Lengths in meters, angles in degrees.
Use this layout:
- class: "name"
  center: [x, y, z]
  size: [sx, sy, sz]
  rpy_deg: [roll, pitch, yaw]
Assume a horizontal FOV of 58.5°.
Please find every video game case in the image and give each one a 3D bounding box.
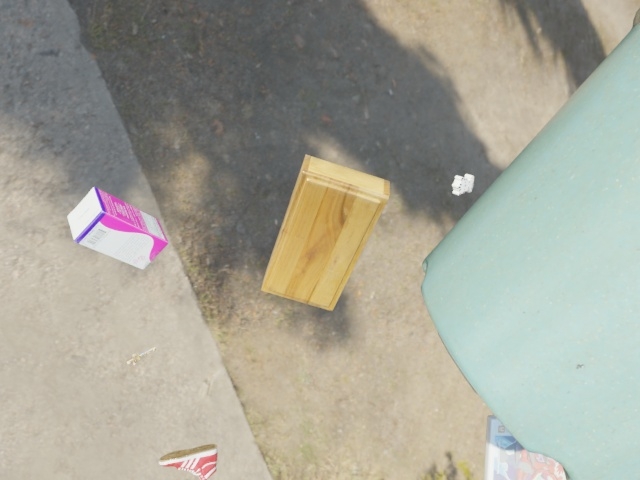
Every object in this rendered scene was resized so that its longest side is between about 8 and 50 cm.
- class: "video game case"
  center: [0.351, 0.381, 0.914]
  size: [0.183, 0.023, 0.201]
  rpy_deg: [2, 92, -6]

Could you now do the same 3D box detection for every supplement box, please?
- class: "supplement box"
  center: [-0.525, -0.027, 1.496]
  size: [0.111, 0.114, 0.220]
  rpy_deg: [-44, 140, 10]

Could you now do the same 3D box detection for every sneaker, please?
- class: "sneaker"
  center: [-0.267, 0.461, 1.167]
  size: [0.118, 0.042, 0.067]
  rpy_deg: [-4, 96, -21]

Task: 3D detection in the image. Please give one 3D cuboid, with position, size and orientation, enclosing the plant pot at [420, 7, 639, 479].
- class: "plant pot"
  center: [0.277, 0.003, 0.425]
  size: [0.341, 0.334, 0.341]
  rpy_deg: [36, 23, -18]

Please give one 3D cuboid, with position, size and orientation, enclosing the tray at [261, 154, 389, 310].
- class: "tray"
  center: [0.000, 0.000, 1.407]
  size: [0.202, 0.411, 0.076]
  rpy_deg: [17, 41, -7]

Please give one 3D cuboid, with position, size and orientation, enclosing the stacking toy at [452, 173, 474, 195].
- class: "stacking toy"
  center: [0.338, -0.018, 1.159]
  size: [0.052, 0.167, 0.221]
  rpy_deg: [-14, 117, -37]

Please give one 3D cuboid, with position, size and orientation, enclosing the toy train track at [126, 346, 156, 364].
- class: "toy train track"
  center: [-0.493, 0.322, 1.580]
  size: [0.083, 0.014, 0.048]
  rpy_deg: [-28, 149, -25]
